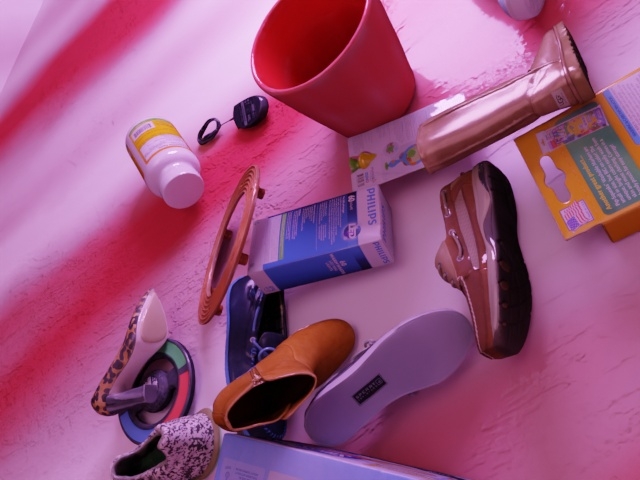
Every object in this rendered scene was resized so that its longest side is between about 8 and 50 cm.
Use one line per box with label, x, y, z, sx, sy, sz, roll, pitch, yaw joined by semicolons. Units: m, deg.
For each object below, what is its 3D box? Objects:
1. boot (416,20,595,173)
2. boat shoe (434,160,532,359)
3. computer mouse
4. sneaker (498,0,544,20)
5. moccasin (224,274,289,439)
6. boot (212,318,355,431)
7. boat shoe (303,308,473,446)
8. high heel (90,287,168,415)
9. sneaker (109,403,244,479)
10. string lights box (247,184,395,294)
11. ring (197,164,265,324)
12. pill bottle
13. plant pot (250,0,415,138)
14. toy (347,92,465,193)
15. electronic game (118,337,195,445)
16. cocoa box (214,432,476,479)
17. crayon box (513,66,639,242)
boot;0.294;-0.238;1.025;0.269;0.089;0.236;-24;24;29
boat shoe;0.248;0.030;0.978;0.119;0.122;0.324;-20;51;35
computer mouse;-0.211;-0.286;1.508;0.242;0.041;0.071;-16;78;36
sneaker;0.320;-0.526;1.164;0.150;0.135;0.366;-23;49;36
moccasin;-0.105;0.198;1.146;0.116;0.137;0.342;-26;58;20
boot;-0.033;0.211;0.977;0.104;0.295;0.211;61;158;0
boat shoe;0.105;0.211;0.999;0.306;0.105;0.113;-42;94;4
high heel;-0.425;0.240;1.341;0.186;0.093;0.261;-20;57;29
sneaker;-0.316;0.419;1.149;0.410;0.182;0.158;-47;45;30
string lights box;0.000;0.000;1.144;0.259;0.077;0.133;-15;47;19
ring;-0.179;0.010;1.251;0.336;0.032;0.337;-162;90;-73
pill bottle;-0.375;-0.187;1.514;0.136;0.136;0.246;-47;50;10
plant pot;0.041;-0.336;1.193;0.274;0.243;0.275;-17;58;30
toy;0.168;-0.169;1.151;0.237;0.056;0.137;-17;55;20
electronic game;-0.355;0.323;1.333;0.229;0.048;0.230;-16;61;31
cocoa box;0.029;0.424;0.883;0.347;0.228;0.232;-1;70;37
crayon box;0.475;-0.140;0.897;0.322;0.083;0.203;-29;55;22
